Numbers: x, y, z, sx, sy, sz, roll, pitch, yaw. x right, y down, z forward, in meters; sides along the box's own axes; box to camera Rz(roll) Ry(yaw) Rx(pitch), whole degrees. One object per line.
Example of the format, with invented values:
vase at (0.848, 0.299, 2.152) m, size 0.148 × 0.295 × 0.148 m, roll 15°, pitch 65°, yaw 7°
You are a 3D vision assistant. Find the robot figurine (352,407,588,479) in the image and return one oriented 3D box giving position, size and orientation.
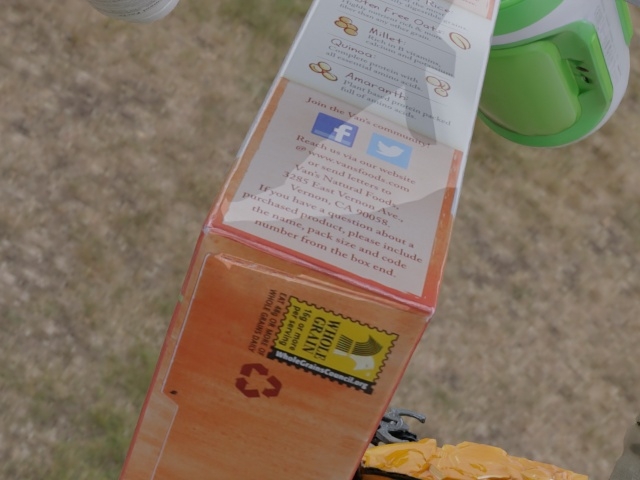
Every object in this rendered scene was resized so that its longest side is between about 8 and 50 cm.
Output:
robot figurine at (0.079, 0.243, 1.117) m, size 0.290 × 0.085 × 0.211 m, roll 10°, pitch 36°, yaw 12°

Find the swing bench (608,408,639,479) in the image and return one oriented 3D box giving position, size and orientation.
swing bench at (0.245, 0.251, 0.738) m, size 0.254 × 0.253 × 0.165 m, roll 23°, pitch -2°, yaw 26°

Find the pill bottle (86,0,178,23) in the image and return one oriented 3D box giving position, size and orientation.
pill bottle at (-0.227, -0.324, 1.466) m, size 0.131 × 0.131 × 0.229 m, roll 41°, pitch 1°, yaw 6°

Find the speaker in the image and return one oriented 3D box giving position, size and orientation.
speaker at (0.136, -0.151, 0.856) m, size 0.131 × 0.131 × 0.296 m, roll 52°, pitch 7°, yaw 20°

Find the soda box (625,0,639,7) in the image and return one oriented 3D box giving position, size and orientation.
soda box at (0.093, -0.117, 0.316) m, size 0.286 × 0.098 × 0.091 m, roll 13°, pitch 38°, yaw -35°

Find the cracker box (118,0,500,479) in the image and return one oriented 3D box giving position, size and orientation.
cracker box at (0.000, 0.000, 0.444) m, size 0.067 × 0.156 × 0.232 m, roll 20°, pitch 37°, yaw -1°
